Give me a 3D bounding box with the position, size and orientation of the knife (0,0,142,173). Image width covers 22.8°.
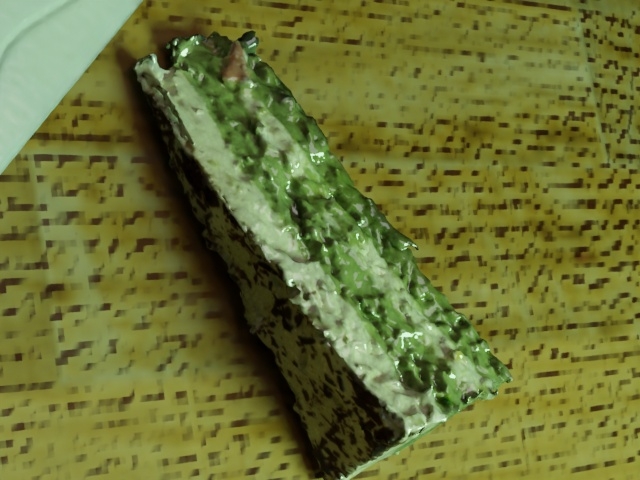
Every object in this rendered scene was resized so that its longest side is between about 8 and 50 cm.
[{"bbox_3d":[-0.039,-0.125,0.460,0.081,0.043,0.336,47,53,-15],"label":"knife"}]

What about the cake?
[{"bbox_3d":[0.000,0.000,0.448,0.051,0.055,0.140,-31,97,-37],"label":"cake"}]
